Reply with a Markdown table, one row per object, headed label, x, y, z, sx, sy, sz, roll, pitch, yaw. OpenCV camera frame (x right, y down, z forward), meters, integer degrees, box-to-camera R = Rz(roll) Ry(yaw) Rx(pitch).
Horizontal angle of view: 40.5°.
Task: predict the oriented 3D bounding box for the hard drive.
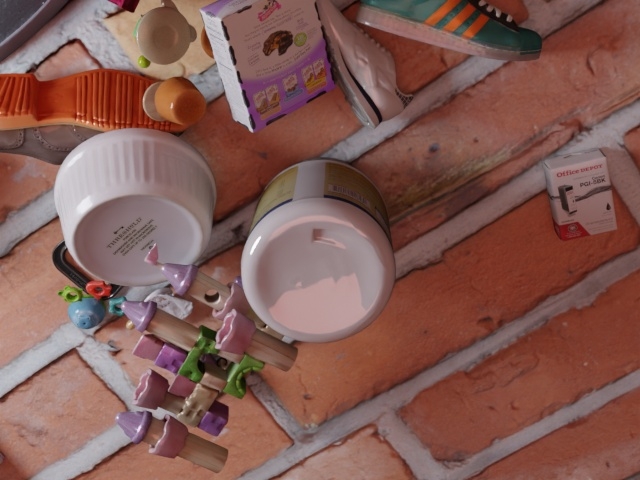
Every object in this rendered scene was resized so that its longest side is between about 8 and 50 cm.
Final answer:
| label | x | y | z | sx | sy | sz | roll | pitch | yaw |
| --- | --- | --- | --- | --- | --- | --- | --- | --- | --- |
| hard drive | -0.505 | -0.412 | 1.386 | 0.254 | 0.054 | 0.172 | -38 | 105 | 14 |

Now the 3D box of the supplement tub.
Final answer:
| label | x | y | z | sx | sy | sz | roll | pitch | yaw |
| --- | --- | --- | --- | --- | --- | --- | --- | --- | --- |
| supplement tub | 0.000 | 0.000 | 1.387 | 0.228 | 0.316 | 0.229 | 1 | 111 | 2 |

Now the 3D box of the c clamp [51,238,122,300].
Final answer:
| label | x | y | z | sx | sy | sz | roll | pitch | yaw |
| --- | --- | --- | --- | --- | --- | --- | --- | --- | --- |
| c clamp | -0.400 | 0.040 | 1.574 | 0.160 | 0.022 | 0.137 | 37 | 112 | -13 |

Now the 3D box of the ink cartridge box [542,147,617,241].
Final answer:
| label | x | y | z | sx | sy | sz | roll | pitch | yaw |
| --- | --- | --- | --- | --- | --- | --- | --- | --- | --- |
| ink cartridge box | 0.444 | -0.078 | 1.484 | 0.099 | 0.056 | 0.135 | -14 | 110 | 7 |

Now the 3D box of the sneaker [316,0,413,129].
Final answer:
| label | x | y | z | sx | sy | sz | roll | pitch | yaw |
| --- | --- | --- | --- | --- | --- | --- | --- | --- | --- |
| sneaker | 0.059 | -0.300 | 1.408 | 0.094 | 0.090 | 0.235 | -33 | 108 | -6 |

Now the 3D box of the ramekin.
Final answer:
| label | x | y | z | sx | sy | sz | roll | pitch | yaw |
| --- | --- | --- | --- | --- | --- | --- | --- | --- | --- |
| ramekin | -0.299 | -0.040 | 1.427 | 0.272 | 0.127 | 0.273 | -8 | 136 | -7 |

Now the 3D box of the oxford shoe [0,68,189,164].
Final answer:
| label | x | y | z | sx | sy | sz | roll | pitch | yaw |
| --- | --- | --- | --- | --- | --- | --- | --- | --- | --- |
| oxford shoe | -0.395 | -0.199 | 1.450 | 0.363 | 0.130 | 0.133 | 3 | 144 | -7 |

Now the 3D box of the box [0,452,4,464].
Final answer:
| label | x | y | z | sx | sy | sz | roll | pitch | yaw |
| --- | --- | --- | --- | --- | --- | --- | --- | --- | --- |
| box | -0.740 | 0.332 | 1.668 | 0.063 | 0.067 | 0.324 | -30 | 106 | 12 |

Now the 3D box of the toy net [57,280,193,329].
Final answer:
| label | x | y | z | sx | sy | sz | roll | pitch | yaw |
| --- | --- | --- | --- | --- | --- | --- | --- | --- | --- |
| toy net | -0.348 | 0.107 | 1.575 | 0.232 | 0.045 | 0.122 | -5 | 126 | -3 |

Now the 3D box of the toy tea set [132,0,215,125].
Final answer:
| label | x | y | z | sx | sy | sz | roll | pitch | yaw |
| --- | --- | --- | --- | --- | --- | --- | --- | --- | --- |
| toy tea set | -0.198 | -0.348 | 1.368 | 0.200 | 0.124 | 0.336 | 33 | 92 | -37 |

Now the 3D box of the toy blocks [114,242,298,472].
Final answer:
| label | x | y | z | sx | sy | sz | roll | pitch | yaw |
| --- | --- | --- | --- | --- | --- | --- | --- | --- | --- |
| toy blocks | -0.225 | 0.168 | 1.448 | 0.260 | 0.309 | 0.289 | 28 | 108 | -17 |

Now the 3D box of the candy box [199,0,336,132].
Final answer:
| label | x | y | z | sx | sy | sz | roll | pitch | yaw |
| --- | --- | --- | --- | --- | --- | --- | --- | --- | --- |
| candy box | -0.077 | -0.295 | 1.344 | 0.164 | 0.070 | 0.196 | -31 | 131 | -20 |

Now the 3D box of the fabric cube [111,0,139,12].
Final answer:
| label | x | y | z | sx | sy | sz | roll | pitch | yaw |
| --- | --- | --- | --- | --- | --- | --- | --- | --- | --- |
| fabric cube | -0.332 | -0.496 | 1.213 | 0.258 | 0.254 | 0.259 | 26 | 97 | -12 |

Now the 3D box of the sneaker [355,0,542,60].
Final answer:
| label | x | y | z | sx | sy | sz | roll | pitch | yaw |
| --- | --- | --- | --- | --- | --- | --- | --- | --- | --- |
| sneaker | 0.213 | -0.362 | 1.357 | 0.302 | 0.108 | 0.121 | 13 | 108 | -7 |
